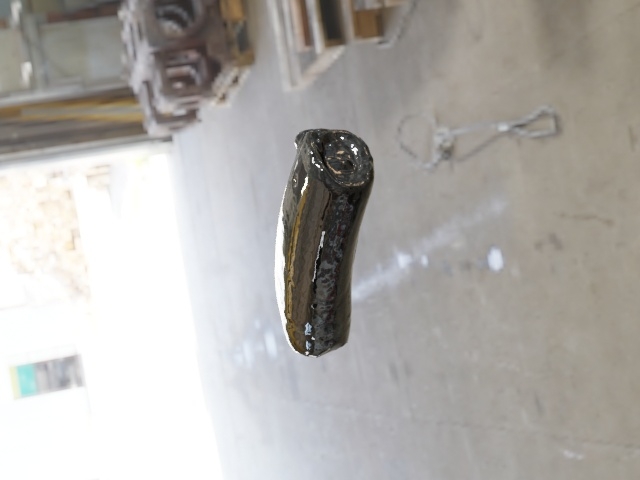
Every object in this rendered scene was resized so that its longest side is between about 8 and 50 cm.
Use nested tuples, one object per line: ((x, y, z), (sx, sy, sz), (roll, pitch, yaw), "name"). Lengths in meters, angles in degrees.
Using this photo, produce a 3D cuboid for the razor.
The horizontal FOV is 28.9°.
((0.000, 0.000, 0.835), (0.090, 0.054, 0.148), (-107, 20, -53), "razor")
